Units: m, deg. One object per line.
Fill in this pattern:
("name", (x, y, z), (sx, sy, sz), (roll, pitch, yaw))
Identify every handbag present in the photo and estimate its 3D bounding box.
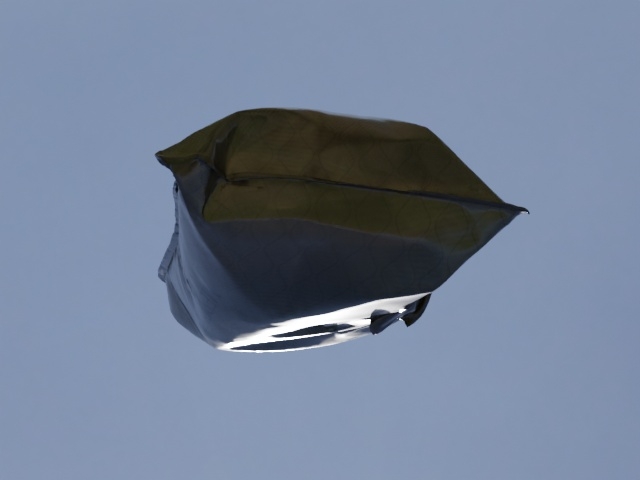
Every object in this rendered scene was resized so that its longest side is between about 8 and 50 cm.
("handbag", (0.000, 0.000, 1.065), (0.183, 0.270, 0.117), (9, -105, -4))
